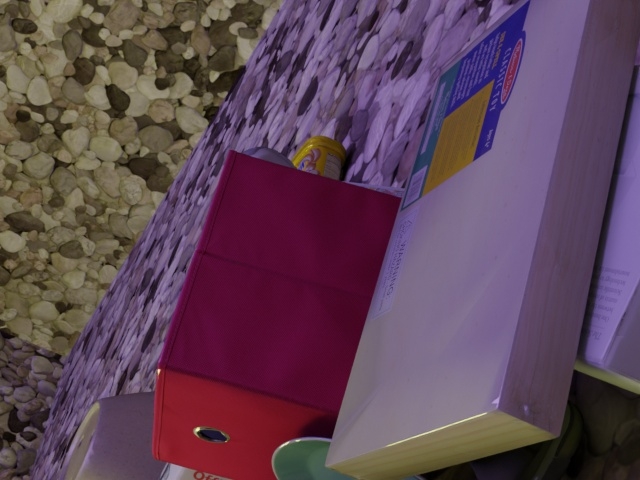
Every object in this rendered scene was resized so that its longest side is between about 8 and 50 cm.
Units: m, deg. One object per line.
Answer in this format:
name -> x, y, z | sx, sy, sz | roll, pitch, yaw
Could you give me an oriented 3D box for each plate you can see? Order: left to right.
plate -> 0.045, 0.231, 1.100 | 0.188, 0.188, 0.024 | -42, 16, 54

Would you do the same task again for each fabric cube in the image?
fabric cube -> -0.011, 0.104, 1.211 | 0.254, 0.258, 0.259 | 106, 179, -59

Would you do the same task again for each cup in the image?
cup -> -0.252, 0.355, 1.752 | 0.331, 0.237, 0.331 | -55, 20, 30

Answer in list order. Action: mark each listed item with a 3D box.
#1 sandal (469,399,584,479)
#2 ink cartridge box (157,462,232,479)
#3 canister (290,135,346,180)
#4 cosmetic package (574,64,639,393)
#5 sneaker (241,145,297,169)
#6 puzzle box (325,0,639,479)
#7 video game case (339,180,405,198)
sandal -> 0.146, 0.155, 1.062 | 0.120, 0.086, 0.303 | -62, 16, 11
ink cartridge box -> -0.147, 0.365, 1.546 | 0.218, 0.158, 0.092 | -60, 16, 15
canister -> -0.018, -0.070, 1.936 | 0.126, 0.073, 0.170 | -48, 25, 47
cosmetic package -> 0.249, -0.001, 0.874 | 0.224, 0.138, 0.224 | -64, 16, -3
sneaker -> -0.046, -0.003, 1.690 | 0.111, 0.297, 0.129 | -25, 35, -4
puzzle box -> 0.133, -0.020, 0.934 | 0.272, 0.052, 0.409 | -37, 31, 61
video game case -> 0.000, 0.000, 1.526 | 0.026, 0.227, 0.206 | 93, -174, -49
